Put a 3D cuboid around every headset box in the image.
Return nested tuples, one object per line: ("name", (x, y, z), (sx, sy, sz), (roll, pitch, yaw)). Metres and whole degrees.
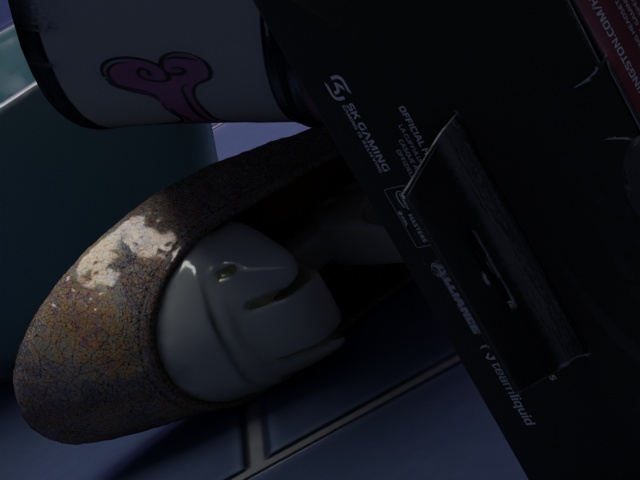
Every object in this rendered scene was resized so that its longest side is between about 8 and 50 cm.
("headset box", (0.118, -0.063, 0.635), (0.110, 0.218, 0.293), (-16, 23, 42))

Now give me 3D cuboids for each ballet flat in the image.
("ballet flat", (0.000, 0.000, 0.870), (0.316, 0.108, 0.106), (-36, 29, -16))

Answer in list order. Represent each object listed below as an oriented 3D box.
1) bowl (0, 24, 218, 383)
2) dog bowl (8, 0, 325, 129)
("bowl", (-0.184, -0.026, 1.143), (0.311, 0.163, 0.311), (-29, 16, 9))
("dog bowl", (0.012, -0.231, 0.800), (0.150, 0.408, 0.408), (15, 31, 11))
